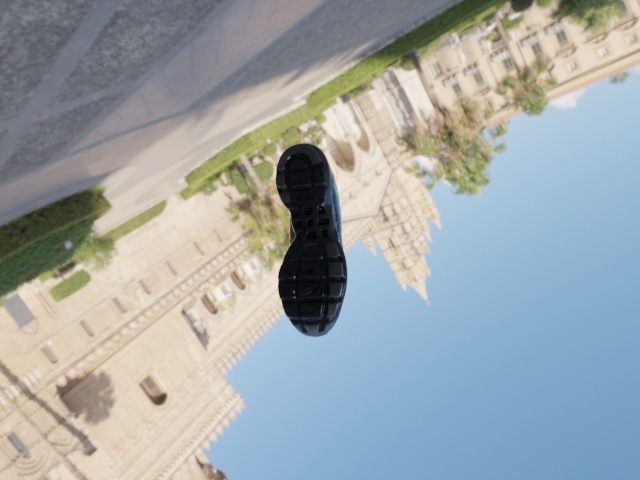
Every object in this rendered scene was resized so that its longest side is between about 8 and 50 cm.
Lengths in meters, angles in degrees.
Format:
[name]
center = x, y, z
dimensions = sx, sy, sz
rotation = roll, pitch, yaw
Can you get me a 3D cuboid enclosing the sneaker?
[sneaker]
center = 0.000, 0.000, 0.734
dimensions = 0.101, 0.268, 0.106
rotation = -3, 176, 19
